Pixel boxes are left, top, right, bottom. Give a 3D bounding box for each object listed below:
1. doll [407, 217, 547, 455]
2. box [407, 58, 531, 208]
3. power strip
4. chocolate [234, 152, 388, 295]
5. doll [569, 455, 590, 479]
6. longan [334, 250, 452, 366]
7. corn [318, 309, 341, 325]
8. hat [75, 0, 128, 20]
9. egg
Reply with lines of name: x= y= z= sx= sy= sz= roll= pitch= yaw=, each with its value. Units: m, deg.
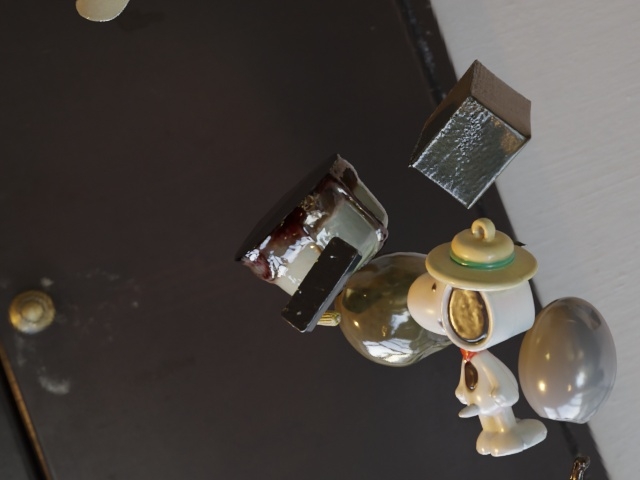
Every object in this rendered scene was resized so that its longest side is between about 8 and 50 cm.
doll: x=0.219 y=0.124 z=1.039 sx=0.271 sy=0.144 sz=0.208 roll=63 pitch=150 yaw=13
box: x=0.286 y=-0.204 z=1.569 sx=0.143 sy=0.273 sz=0.184 roll=37 pitch=117 yaw=-4
power strip: x=0.001 y=0.050 z=0.917 sx=0.038 sy=0.111 sz=0.029 roll=36 pitch=-178 yaw=20
chocolate: x=0.000 y=0.000 z=1.491 sx=0.186 sy=0.283 sz=0.283 roll=46 pitch=161 yaw=-11
doll: x=0.270 y=0.289 z=0.817 sx=0.057 sy=0.139 sz=0.165 roll=-116 pitch=35 yaw=-62
longan: x=0.197 y=0.160 z=1.988 sx=0.288 sy=0.350 sz=0.288 roll=14 pitch=107 yaw=54
corn: x=0.001 y=0.171 z=1.855 sx=0.092 sy=0.037 sz=0.037 roll=4 pitch=117 yaw=31
hat: x=-0.379 y=-0.464 z=1.363 sx=0.166 sy=0.173 sz=0.144 roll=35 pitch=-176 yaw=27
egg: x=0.459 y=0.219 z=1.540 sx=0.176 sy=0.176 sz=0.232 roll=-4 pitch=72 yaw=67
